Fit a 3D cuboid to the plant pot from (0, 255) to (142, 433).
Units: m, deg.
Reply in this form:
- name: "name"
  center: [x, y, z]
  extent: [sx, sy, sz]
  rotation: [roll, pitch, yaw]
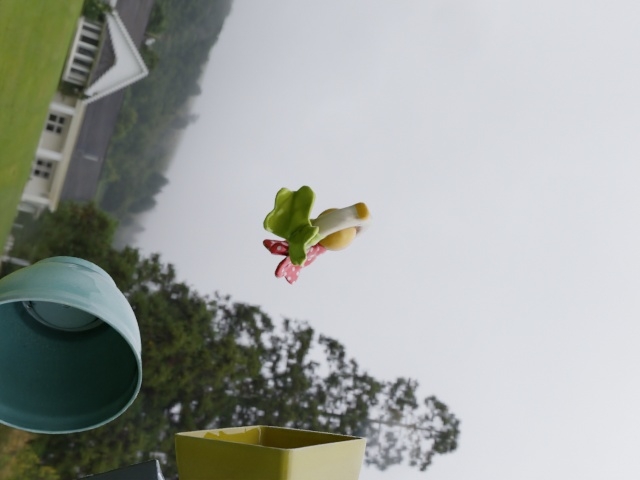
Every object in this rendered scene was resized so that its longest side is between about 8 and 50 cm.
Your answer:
- name: "plant pot"
  center: [-0.438, 0.149, 1.213]
  extent: [0.293, 0.293, 0.196]
  rotation: [-60, -158, 29]

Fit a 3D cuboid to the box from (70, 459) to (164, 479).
- name: "box"
  center: [-0.430, 0.842, 1.606]
  extent: [0.479, 0.298, 0.471]
  rotation: [-113, -168, -49]

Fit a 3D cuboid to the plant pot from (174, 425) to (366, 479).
- name: "plant pot"
  center: [-0.076, 0.383, 1.073]
  extent: [0.212, 0.212, 0.187]
  rotation: [-2, -100, 34]

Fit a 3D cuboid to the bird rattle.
- name: "bird rattle"
  center: [0.000, 0.000, 1.347]
  extent: [0.253, 0.207, 0.143]
  rotation: [82, -11, -68]
